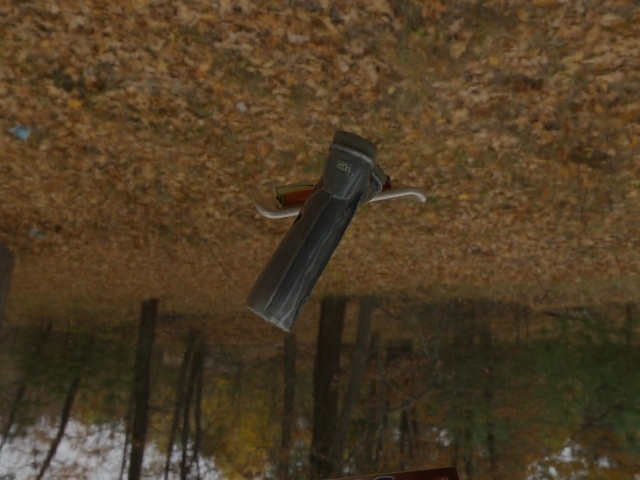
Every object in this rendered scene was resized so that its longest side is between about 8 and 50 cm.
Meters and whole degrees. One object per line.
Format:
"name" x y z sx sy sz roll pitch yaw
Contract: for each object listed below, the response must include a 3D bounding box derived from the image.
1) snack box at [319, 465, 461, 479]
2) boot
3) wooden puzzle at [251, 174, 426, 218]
"snack box" -0.005 0.162 0.403 0.178 0.022 0.064 2 143 -22
"boot" -0.002 -0.001 0.737 0.076 0.208 0.189 20 174 14
"wooden puzzle" 0.017 -0.075 1.018 0.239 0.044 0.221 -6 -171 -6
